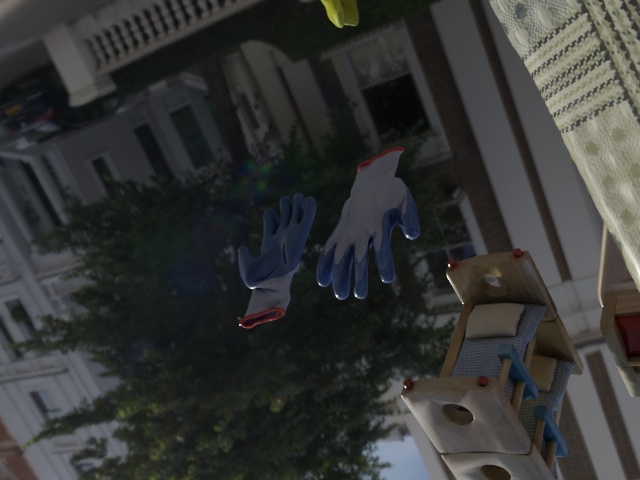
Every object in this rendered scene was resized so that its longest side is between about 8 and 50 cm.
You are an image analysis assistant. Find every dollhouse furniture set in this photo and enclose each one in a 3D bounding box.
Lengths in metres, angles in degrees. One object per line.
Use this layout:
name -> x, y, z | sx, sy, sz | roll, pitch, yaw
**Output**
dollhouse furniture set -> 0.175, 0.086, 0.472 | 0.184, 0.129, 0.129 | -12, -146, 36

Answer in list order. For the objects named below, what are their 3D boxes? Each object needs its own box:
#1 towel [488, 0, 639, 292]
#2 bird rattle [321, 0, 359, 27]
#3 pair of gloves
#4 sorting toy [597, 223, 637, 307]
towel -> 0.176, -0.090, 0.208 | 0.056, 0.324, 0.312 | -25, 178, -24
bird rattle -> 0.018, -0.312, 0.589 | 0.143, 0.253, 0.207 | 12, 175, -31
pair of gloves -> 0.000, 0.000, 0.616 | 0.198, 0.023, 0.159 | -24, -144, 30
sorting toy -> 0.339, -0.044, 0.632 | 0.193, 0.208, 0.038 | -11, -155, -6
